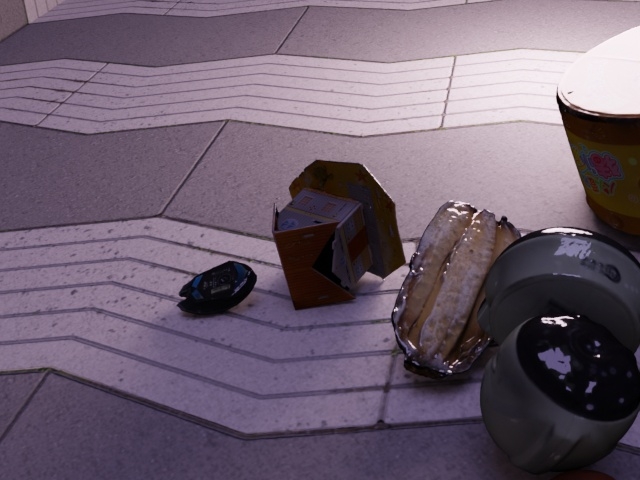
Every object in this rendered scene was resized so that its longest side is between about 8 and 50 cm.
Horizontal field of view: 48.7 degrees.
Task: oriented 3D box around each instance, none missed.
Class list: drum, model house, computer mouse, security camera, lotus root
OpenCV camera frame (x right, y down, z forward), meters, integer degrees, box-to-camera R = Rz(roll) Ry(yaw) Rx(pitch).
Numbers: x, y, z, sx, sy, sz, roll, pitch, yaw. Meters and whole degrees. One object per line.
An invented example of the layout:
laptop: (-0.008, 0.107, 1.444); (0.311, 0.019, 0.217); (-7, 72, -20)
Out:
drum: (0.605, -0.203, 1.115); (0.431, 0.214, 0.431); (-21, 25, 10)
model house: (0.000, 0.000, 1.053); (0.207, 0.219, 0.136); (19, 49, 33)
computer mouse: (-0.160, 0.080, 1.112); (0.135, 0.047, 0.079); (-17, 41, 7)
security camera: (0.270, 0.131, 0.805); (0.197, 0.191, 0.277); (26, 45, 4)
lotus root: (0.194, 0.080, 1.016); (0.167, 0.078, 0.329); (26, 48, 11)

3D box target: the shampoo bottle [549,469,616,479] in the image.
shampoo bottle: (0.262, 0.334, 0.651); (0.085, 0.085, 0.244); (-1, 38, 9)
